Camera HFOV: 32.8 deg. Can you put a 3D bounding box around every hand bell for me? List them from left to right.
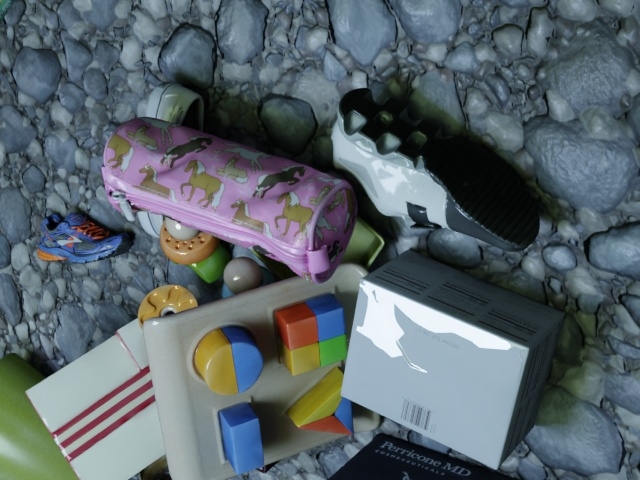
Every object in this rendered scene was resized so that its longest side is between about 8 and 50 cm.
[{"bbox_3d":[-0.267,0.520,2.059,0.126,0.126,0.242,19,129,27],"label":"hand bell"}]

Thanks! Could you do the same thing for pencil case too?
[{"bbox_3d":[-0.134,-0.064,1.608,0.386,0.160,0.167,18,81,20],"label":"pencil case"}]

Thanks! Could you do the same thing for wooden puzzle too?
[{"bbox_3d":[-0.072,0.219,1.646,0.080,0.347,0.322,-128,28,-56],"label":"wooden puzzle"}]

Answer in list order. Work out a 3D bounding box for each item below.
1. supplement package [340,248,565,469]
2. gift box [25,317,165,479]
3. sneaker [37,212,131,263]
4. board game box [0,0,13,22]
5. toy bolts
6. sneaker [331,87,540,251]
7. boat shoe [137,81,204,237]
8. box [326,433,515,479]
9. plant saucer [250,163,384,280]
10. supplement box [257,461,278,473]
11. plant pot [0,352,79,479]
[{"bbox_3d":[0.188,0.166,1.571,0.261,0.145,0.204,23,119,26],"label":"supplement package"},{"bbox_3d":[-0.327,0.290,1.868,0.255,0.258,0.276,58,166,-2],"label":"gift box"},{"bbox_3d":[-0.437,-0.006,1.973,0.221,0.083,0.087,1,103,32],"label":"sneaker"},{"bbox_3d":[-0.591,-0.474,1.929,0.136,0.030,0.259,53,128,8],"label":"board game box"},{"bbox_3d":[-0.185,0.066,1.734,0.228,0.218,0.158,24,159,19],"label":"toy bolts"},{"bbox_3d":[0.156,-0.074,1.535,0.330,0.122,0.146,37,142,16],"label":"sneaker"},{"bbox_3d":[-0.236,-0.123,1.787,0.088,0.096,0.268,21,110,31],"label":"boat shoe"},{"bbox_3d":[0.162,0.562,1.535,0.479,0.471,0.298,14,114,30],"label":"box"},{"bbox_3d":[0.000,0.000,1.698,0.188,0.045,0.188,42,125,14],"label":"plant saucer"},{"bbox_3d":[-0.070,0.246,1.787,0.073,0.130,0.240,21,118,28],"label":"supplement box"},{"bbox_3d":[-0.546,0.409,2.119,0.293,0.275,0.275,29,123,3],"label":"plant pot"}]
